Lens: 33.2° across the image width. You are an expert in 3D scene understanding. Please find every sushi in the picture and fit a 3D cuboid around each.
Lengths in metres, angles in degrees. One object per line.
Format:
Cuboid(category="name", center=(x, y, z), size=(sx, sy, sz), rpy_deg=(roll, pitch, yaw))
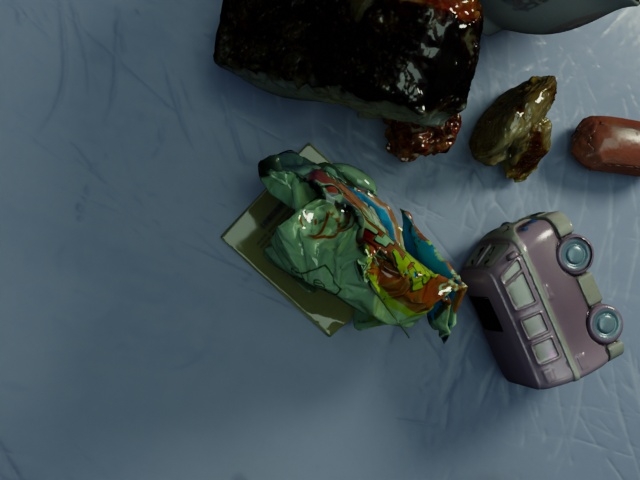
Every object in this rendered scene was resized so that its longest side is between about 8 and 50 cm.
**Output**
Cuboid(category="sushi", center=(0.028, -0.239, 1.246), size=(0.343, 0.196, 0.181), rpy_deg=(19, 88, 29))

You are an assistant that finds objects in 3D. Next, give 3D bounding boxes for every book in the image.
Cuboid(category="book", center=(0.000, 0.000, 1.359), size=(0.192, 0.013, 0.168), rpy_deg=(43, 82, -6))

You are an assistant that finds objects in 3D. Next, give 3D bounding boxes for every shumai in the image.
Cuboid(category="shumai", center=(0.259, -0.147, 1.357), size=(0.105, 0.123, 0.139), rpy_deg=(23, 72, -19))

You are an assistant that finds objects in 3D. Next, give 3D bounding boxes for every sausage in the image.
Cuboid(category="sausage", center=(0.396, -0.123, 1.399), size=(0.141, 0.076, 0.076), rpy_deg=(10, 87, -9))

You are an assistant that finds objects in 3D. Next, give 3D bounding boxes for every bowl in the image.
Cuboid(category="bowl", center=(0.208, -0.350, 1.285), size=(0.345, 0.345, 0.157), rpy_deg=(44, 110, -6))

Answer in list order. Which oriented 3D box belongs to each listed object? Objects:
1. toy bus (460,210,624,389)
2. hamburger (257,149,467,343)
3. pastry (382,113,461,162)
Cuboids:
Cuboid(category="toy bus", center=(0.270, 0.074, 1.338), size=(0.142, 0.142, 0.202), rpy_deg=(-24, 93, -10))
Cuboid(category="hamburger", center=(0.026, 0.018, 1.263), size=(0.150, 0.261, 0.276), rpy_deg=(-50, 62, 15))
Cuboid(category="pastry", center=(0.124, -0.204, 1.341), size=(0.097, 0.115, 0.208), rpy_deg=(-8, 88, -22))
